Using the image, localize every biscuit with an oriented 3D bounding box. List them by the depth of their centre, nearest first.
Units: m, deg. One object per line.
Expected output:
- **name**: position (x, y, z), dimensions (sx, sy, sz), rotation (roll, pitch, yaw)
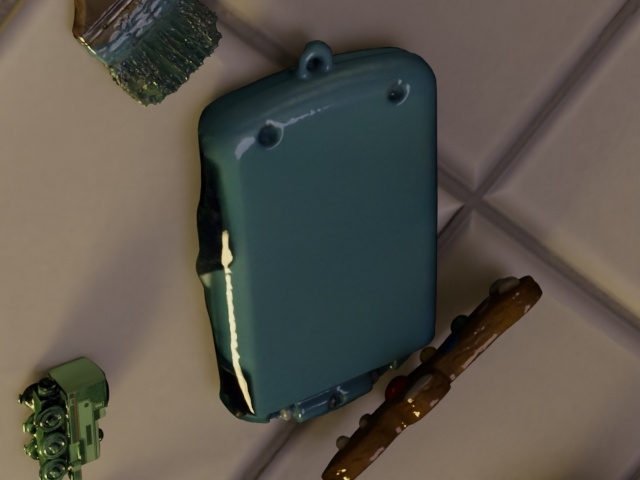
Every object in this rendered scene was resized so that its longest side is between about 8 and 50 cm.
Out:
- **biscuit**: position (0.074, 0.098, 1.177), dimensions (0.205, 0.031, 0.138), rotation (-46, 179, -2)

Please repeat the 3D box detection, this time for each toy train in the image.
- **toy train**: position (-0.163, 0.119, 1.067), dimensions (0.053, 0.033, 0.083), rotation (-20, 131, -28)

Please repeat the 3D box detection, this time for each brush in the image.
- **brush**: position (-0.128, -0.148, 0.909), dimensions (0.070, 0.021, 0.196), rotation (-47, 135, -1)

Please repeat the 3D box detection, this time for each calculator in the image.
- **calculator**: position (0.000, 0.000, 1.086), dimensions (0.173, 0.051, 0.293), rotation (-20, 130, -22)
